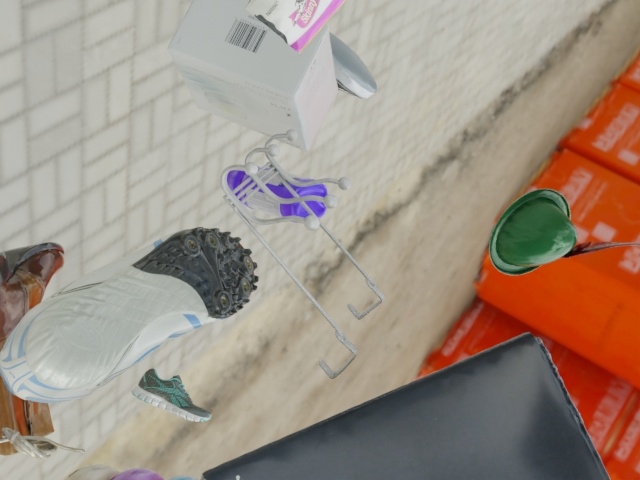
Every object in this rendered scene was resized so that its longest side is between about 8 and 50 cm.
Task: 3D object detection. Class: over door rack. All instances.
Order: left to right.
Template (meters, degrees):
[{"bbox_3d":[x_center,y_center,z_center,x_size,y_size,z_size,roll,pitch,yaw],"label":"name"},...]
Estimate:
[{"bbox_3d":[0.000,0.000,1.393,0.108,0.324,0.239,-27,-171,20],"label":"over door rack"}]

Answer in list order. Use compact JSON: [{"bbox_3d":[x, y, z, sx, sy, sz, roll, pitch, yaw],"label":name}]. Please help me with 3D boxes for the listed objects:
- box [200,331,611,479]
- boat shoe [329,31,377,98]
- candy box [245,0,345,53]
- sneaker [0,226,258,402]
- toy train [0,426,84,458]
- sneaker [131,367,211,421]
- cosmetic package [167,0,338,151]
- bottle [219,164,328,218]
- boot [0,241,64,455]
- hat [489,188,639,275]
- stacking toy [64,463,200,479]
[{"bbox_3d":[0.091,0.389,1.368,0.480,0.297,0.472,-21,164,-14],"label":"box"},{"bbox_3d":[-0.026,-0.374,1.963,0.105,0.306,0.113,-44,-155,33],"label":"boat shoe"},{"bbox_3d":[0.011,-0.299,0.963,0.159,0.071,0.233,-45,-163,24],"label":"candy box"},{"bbox_3d":[-0.145,0.052,0.749,0.086,0.085,0.237,-18,-174,45],"label":"sneaker"},{"bbox_3d":[-0.394,0.253,1.019,0.105,0.248,0.143,128,-21,-61],"label":"toy train"},{"bbox_3d":[-0.289,0.309,1.919,0.076,0.166,0.065,-66,-172,-14],"label":"sneaker"},{"bbox_3d":[-0.103,-0.281,1.585,0.224,0.224,0.138,69,45,-73],"label":"cosmetic package"},{"bbox_3d":[-0.112,-0.109,2.089,0.118,0.283,0.092,-10,109,-42],"label":"bottle"},{"bbox_3d":[-0.422,0.150,1.412,0.264,0.096,0.280,-59,135,-84],"label":"boot"},{"bbox_3d":[0.433,0.015,1.711,0.173,0.183,0.208,34,99,-38],"label":"hat"},{"bbox_3d":[-0.028,0.232,0.687,0.141,0.330,0.141,-3,90,-77],"label":"stacking toy"}]
